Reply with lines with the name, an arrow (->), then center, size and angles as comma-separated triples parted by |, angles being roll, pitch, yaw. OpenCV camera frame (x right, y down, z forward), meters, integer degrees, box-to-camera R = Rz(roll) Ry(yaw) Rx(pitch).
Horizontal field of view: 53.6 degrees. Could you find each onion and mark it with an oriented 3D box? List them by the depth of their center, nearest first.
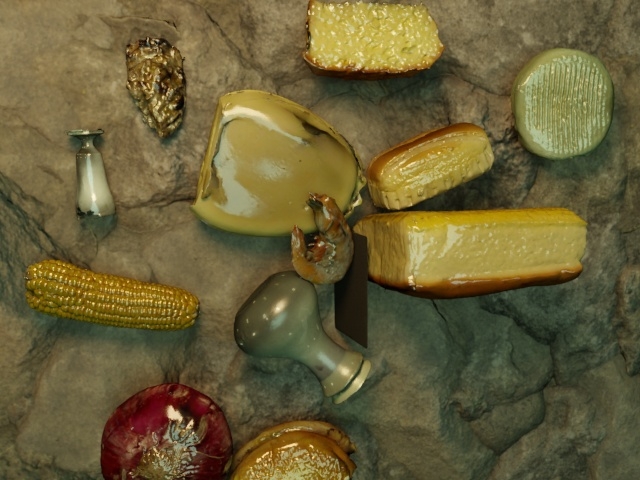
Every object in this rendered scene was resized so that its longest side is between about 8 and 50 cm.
onion -> -0.276, 0.385, 1.168 | 0.246, 0.190, 0.247 | 1, 97, 6

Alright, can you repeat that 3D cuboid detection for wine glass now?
wine glass -> -0.406, -0.118, 1.115 | 0.072, 0.072, 0.156 | -6, 100, -10

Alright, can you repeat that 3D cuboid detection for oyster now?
oyster -> -0.290, -0.270, 1.121 | 0.105, 0.056, 0.177 | -1, 95, -19

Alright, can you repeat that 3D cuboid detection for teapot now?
teapot -> -0.030, 0.182, 1.172 | 0.251, 0.183, 0.183 | 42, 90, -8

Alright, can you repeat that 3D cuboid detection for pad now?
pad -> 0.057, 0.085, 1.206 | 0.003, 0.143, 0.212 | -5, 102, -24

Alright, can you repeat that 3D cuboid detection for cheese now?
cheese -> -0.064, -0.125, 1.156 | 0.315, 0.128, 0.260 | 11, 109, -15

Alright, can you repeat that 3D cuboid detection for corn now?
corn -> -0.371, 0.110, 1.146 | 0.312, 0.102, 0.102 | 15, 97, -14

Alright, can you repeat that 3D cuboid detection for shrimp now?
shrimp -> 0.003, 0.000, 1.118 | 0.132, 0.051, 0.188 | -42, 124, -34

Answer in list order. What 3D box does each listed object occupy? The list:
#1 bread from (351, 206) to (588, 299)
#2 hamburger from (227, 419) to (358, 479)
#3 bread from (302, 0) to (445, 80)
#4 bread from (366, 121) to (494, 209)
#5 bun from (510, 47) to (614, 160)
bread -> 0.248, 0.015, 1.140 | 0.332, 0.323, 0.143 | -3, 92, -10
hamburger -> -0.071, 0.441, 1.244 | 0.282, 0.144, 0.157 | -28, 93, -6
bread -> 0.080, -0.351, 1.137 | 0.260, 0.134, 0.129 | -2, 90, -16
bread -> 0.201, -0.144, 1.193 | 0.236, 0.140, 0.106 | -25, 107, -6
bun -> 0.469, -0.268, 1.242 | 0.221, 0.108, 0.221 | -1, 102, -3
